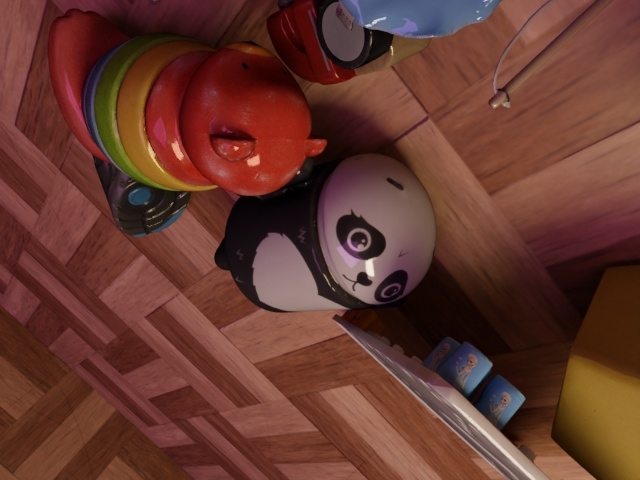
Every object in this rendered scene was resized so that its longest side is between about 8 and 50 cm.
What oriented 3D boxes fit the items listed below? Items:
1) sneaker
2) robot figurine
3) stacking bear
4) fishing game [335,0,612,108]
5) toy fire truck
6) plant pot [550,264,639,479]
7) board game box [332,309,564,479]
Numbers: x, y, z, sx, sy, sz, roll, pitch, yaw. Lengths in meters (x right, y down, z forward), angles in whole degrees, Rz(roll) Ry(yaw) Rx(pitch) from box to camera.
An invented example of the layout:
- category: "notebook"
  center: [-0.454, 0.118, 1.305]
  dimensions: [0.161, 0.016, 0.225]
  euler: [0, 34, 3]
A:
- category: "sneaker"
  center: [-0.276, -0.148, 0.669]
  dimensions: [0.140, 0.125, 0.341]
  euler: [49, 147, 30]
- category: "robot figurine"
  center: [-0.002, 0.000, 0.544]
  dimensions: [0.278, 0.209, 0.174]
  euler: [-11, 81, 39]
- category: "stacking bear"
  center: [-0.124, -0.123, 0.439]
  dimensions: [0.289, 0.175, 0.164]
  euler: [23, 109, 42]
- category: "fishing game"
  center: [0.068, -0.217, 0.272]
  dimensions: [0.264, 0.041, 0.189]
  euler: [43, 108, -8]
- category: "toy fire truck"
  center: [-0.042, -0.245, 0.406]
  dimensions: [0.246, 0.158, 0.217]
  euler: [10, 129, 50]
- category: "plant pot"
  center: [0.344, 0.142, 0.432]
  dimensions: [0.187, 0.212, 0.212]
  euler: [18, 134, 36]
- category: "board game box"
  center: [0.204, 0.229, 0.547]
  dimensions: [0.390, 0.050, 0.390]
  euler: [43, 171, -6]
